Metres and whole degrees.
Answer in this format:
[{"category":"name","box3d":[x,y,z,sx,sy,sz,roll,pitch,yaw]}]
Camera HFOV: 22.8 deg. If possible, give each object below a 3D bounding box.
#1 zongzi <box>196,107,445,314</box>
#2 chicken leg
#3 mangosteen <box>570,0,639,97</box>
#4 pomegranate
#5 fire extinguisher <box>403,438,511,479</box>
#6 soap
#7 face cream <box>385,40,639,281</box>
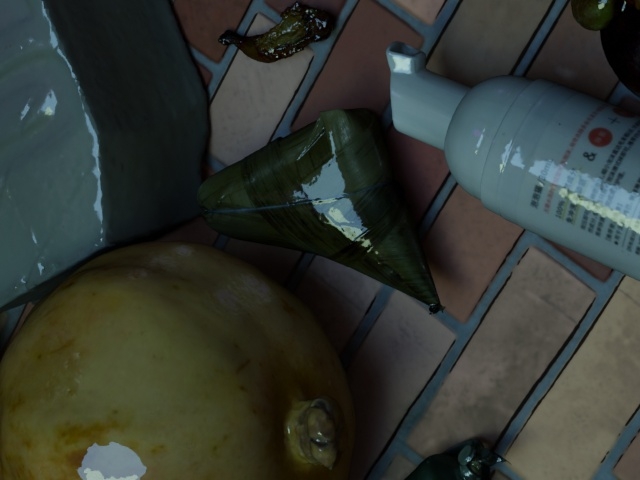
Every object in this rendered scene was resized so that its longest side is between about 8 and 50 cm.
[{"category":"zongzi","box3d":[0.000,0.000,1.705,0.221,0.112,0.242,-24,88,28]},{"category":"chicken leg","box3d":[-0.050,-0.223,1.735,0.145,0.037,0.062,-16,69,29]},{"category":"mangosteen","box3d":[0.314,-0.230,1.420,0.250,0.211,0.211,21,112,-10]},{"category":"pomegranate","box3d":[-0.137,0.207,1.662,0.411,0.411,0.411,6,102,28]},{"category":"fire extinguisher","box3d":[0.105,0.302,1.715,0.093,0.118,0.294,32,118,-18]},{"category":"soap","box3d":[-0.334,-0.163,1.804,0.350,0.213,0.435,-24,88,29]},{"category":"face cream","box3d":[0.217,-0.083,1.554,0.369,0.145,0.145,26,111,24]}]
